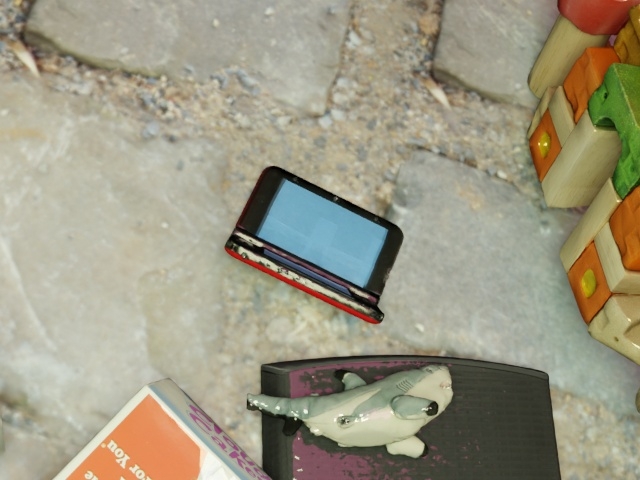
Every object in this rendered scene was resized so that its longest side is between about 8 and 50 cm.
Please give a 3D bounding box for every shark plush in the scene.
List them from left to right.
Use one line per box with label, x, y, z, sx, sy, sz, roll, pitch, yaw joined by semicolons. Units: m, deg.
shark plush;0.025;0.132;0.838;0.161;0.073;0.067;-8;49;5

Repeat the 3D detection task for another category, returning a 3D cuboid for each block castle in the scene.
block castle;0.375;-0.070;0.910;0.303;0.213;0.453;1;54;-13

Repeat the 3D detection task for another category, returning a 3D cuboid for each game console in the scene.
game console;0.000;0.000;0.911;0.144;0.124;0.085;26;92;-4

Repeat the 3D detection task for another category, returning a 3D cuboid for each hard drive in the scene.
hard drive;0.080;0.175;0.877;0.255;0.054;0.172;3;69;-14

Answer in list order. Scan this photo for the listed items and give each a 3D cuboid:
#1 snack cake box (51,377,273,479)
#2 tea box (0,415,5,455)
snack cake box;-0.078;0.245;0.764;0.264;0.089;0.152;44;90;5
tea box;-0.427;0.128;0.636;0.323;0.220;0.329;34;58;7
